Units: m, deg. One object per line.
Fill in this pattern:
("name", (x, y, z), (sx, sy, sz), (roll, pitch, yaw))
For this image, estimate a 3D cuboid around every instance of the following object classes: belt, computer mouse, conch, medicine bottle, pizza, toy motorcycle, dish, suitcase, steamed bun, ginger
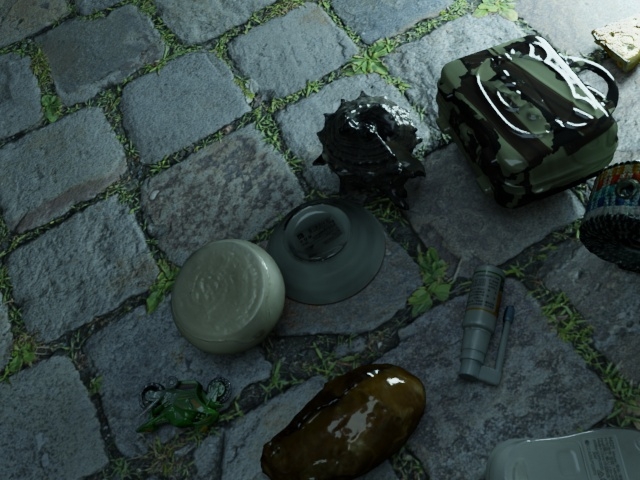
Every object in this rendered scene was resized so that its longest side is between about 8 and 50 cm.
("belt", (0.630, -0.039, 1.322), (0.294, 0.207, 0.161), (15, 66, 20))
("computer mouse", (0.406, 0.396, 1.163), (0.296, 0.121, 0.184), (-6, 55, -6))
("conch", (0.120, -0.196, 1.580), (0.240, 0.186, 0.313), (-6, 37, -17))
("medicine bottle", (0.311, 0.158, 1.371), (0.092, 0.061, 0.221), (18, 64, 2))
("pizza", (0.678, -0.450, 1.663), (0.130, 0.041, 0.178), (3, 60, 13))
("toy motorcycle", (-0.261, 0.318, 1.410), (0.190, 0.074, 0.106), (-7, 66, 10))
("dish", (0.000, 0.000, 1.527), (0.260, 0.085, 0.260), (-6, 58, 10))
("suitcase", (0.441, -0.251, 1.513), (0.339, 0.194, 0.352), (-21, 57, -7))
("steamed bun", (-0.175, 0.117, 1.462), (0.231, 0.145, 0.232), (-6, 69, 15))
("ginger", (0.040, 0.326, 1.269), (0.321, 0.172, 0.165), (-28, 94, -5))
